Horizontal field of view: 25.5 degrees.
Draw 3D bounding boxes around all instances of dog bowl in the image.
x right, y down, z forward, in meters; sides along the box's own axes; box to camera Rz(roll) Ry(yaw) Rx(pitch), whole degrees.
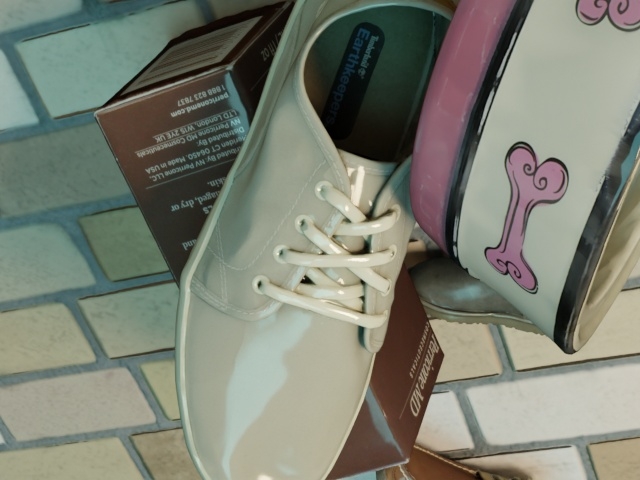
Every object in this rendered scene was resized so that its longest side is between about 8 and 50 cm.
[{"bbox_3d":[0.204,-0.132,1.016,0.150,0.408,0.408,26,131,15],"label":"dog bowl"}]

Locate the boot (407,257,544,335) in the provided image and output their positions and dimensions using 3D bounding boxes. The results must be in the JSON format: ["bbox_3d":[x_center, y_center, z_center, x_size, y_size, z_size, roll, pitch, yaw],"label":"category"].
[{"bbox_3d":[0.175,-0.016,1.299,0.189,0.076,0.208,7,131,4],"label":"boot"}]

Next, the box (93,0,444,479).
[{"bbox_3d":[-0.031,0.005,1.238,0.143,0.191,0.381,-15,111,22],"label":"box"}]

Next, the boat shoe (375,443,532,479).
[{"bbox_3d":[0.200,0.299,1.520,0.324,0.123,0.116,34,120,-22],"label":"boat shoe"}]

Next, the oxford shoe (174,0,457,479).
[{"bbox_3d":[0.000,0.000,1.062,0.169,0.130,0.449,13,98,-22],"label":"oxford shoe"}]
